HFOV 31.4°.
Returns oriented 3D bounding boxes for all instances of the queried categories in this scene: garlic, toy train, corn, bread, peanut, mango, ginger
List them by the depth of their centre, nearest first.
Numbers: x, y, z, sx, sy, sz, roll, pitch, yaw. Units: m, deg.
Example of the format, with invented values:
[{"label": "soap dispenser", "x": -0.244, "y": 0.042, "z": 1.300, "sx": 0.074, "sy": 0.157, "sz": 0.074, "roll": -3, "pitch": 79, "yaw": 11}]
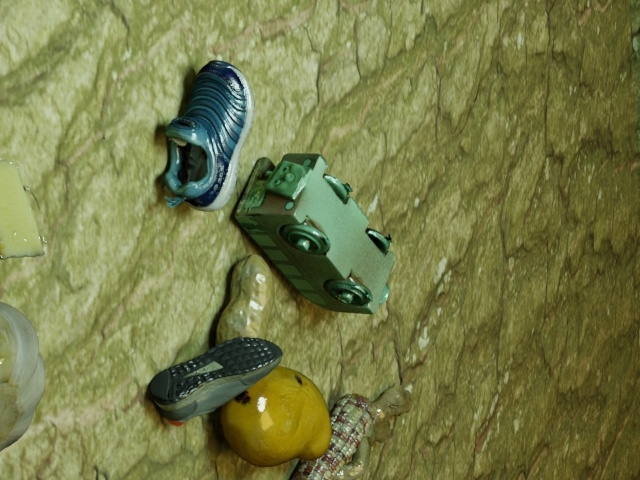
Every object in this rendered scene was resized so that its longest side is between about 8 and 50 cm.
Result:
[{"label": "garlic", "x": -0.393, "y": 0.157, "z": 1.192, "sx": 0.228, "sy": 0.152, "sz": 0.228, "roll": -47, "pitch": 158, "yaw": -26}, {"label": "bread", "x": -0.348, "y": -0.039, "z": 1.274, "sx": 0.084, "sy": 0.080, "sz": 0.109, "roll": 3, "pitch": 98, "yaw": -59}, {"label": "peanut", "x": -0.111, "y": 0.105, "z": 1.682, "sx": 0.080, "sy": 0.080, "sz": 0.174, "roll": 24, "pitch": 75, "yaw": -56}, {"label": "toy train", "x": 0.000, "y": 0.000, "z": 1.749, "sx": 0.326, "sy": 0.159, "sz": 0.129, "roll": 50, "pitch": 54, "yaw": -45}, {"label": "mango", "x": -0.068, "y": 0.276, "z": 1.765, "sx": 0.262, "sy": 0.109, "sz": 0.157, "roll": 39, "pitch": 56, "yaw": -59}, {"label": "corn", "x": 0.016, "y": 0.359, "z": 1.948, "sx": 0.237, "sy": 0.079, "sz": 0.079, "roll": -52, "pitch": 138, "yaw": -31}, {"label": "ginger", "x": 0.090, "y": 0.354, "z": 2.066, "sx": 0.288, "sy": 0.075, "sz": 0.089, "roll": -45, "pitch": 139, "yaw": -47}]

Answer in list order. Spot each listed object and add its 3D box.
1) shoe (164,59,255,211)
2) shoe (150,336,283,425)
[{"label": "shoe", "x": -0.156, "y": -0.140, "z": 1.527, "sx": 0.106, "sy": 0.092, "sz": 0.207, "roll": 8, "pitch": 95, "yaw": -63}, {"label": "shoe", "x": -0.144, "y": 0.200, "z": 1.616, "sx": 0.194, "sy": 0.074, "sz": 0.077, "roll": -21, "pitch": 132, "yaw": -19}]
